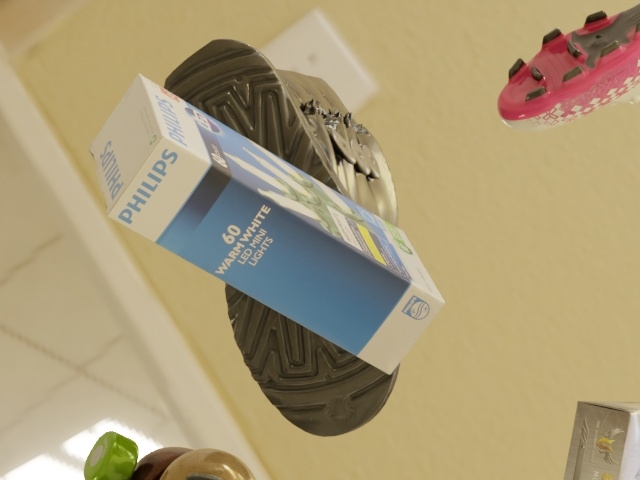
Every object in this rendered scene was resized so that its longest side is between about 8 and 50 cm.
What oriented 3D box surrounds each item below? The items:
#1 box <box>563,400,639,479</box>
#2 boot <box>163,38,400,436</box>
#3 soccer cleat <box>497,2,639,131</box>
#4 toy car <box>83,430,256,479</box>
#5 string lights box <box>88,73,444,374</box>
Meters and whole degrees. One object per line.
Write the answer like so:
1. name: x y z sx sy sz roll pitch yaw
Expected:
1. box: 0.282 0.270 1.741 0.183 0.056 0.231 12 89 -62
2. boot: 0.000 -0.002 1.770 0.146 0.367 0.445 -19 176 6
3. soccer cleat: 0.340 -0.182 1.818 0.331 0.116 0.143 -34 120 1
4. toy car: -0.102 0.233 1.502 0.155 0.149 0.188 28 152 -23
5. string lights box: -0.042 -0.011 1.361 0.259 0.133 0.077 30 105 -25
